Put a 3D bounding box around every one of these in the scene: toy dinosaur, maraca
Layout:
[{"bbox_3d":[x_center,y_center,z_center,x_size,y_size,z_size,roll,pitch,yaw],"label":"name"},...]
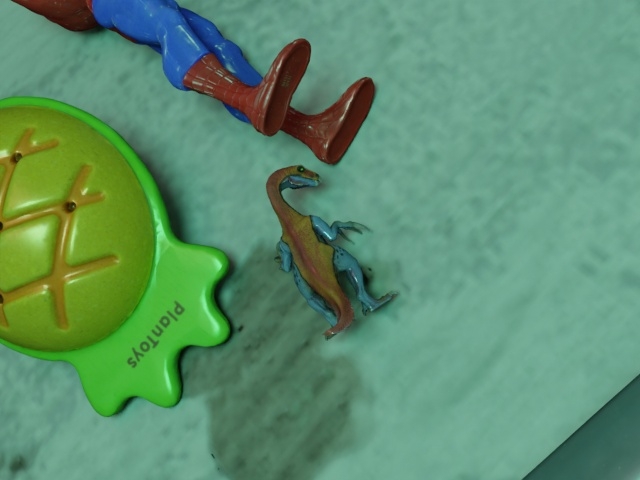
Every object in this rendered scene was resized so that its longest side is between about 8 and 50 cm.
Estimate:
[{"bbox_3d":[0.000,0.000,0.580,0.047,0.090,0.082,-33,87,-2],"label":"toy dinosaur"},{"bbox_3d":[-0.128,0.006,0.640,0.185,0.099,0.127,41,103,12],"label":"maraca"}]

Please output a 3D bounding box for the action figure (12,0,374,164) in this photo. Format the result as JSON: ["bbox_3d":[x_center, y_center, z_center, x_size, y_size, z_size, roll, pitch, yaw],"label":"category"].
[{"bbox_3d":[-0.081,-0.156,0.681,0.280,0.091,0.139,27,92,36],"label":"action figure"}]

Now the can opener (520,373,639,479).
[{"bbox_3d":[0.092,0.097,0.474,0.280,0.074,0.093,-41,54,10],"label":"can opener"}]
